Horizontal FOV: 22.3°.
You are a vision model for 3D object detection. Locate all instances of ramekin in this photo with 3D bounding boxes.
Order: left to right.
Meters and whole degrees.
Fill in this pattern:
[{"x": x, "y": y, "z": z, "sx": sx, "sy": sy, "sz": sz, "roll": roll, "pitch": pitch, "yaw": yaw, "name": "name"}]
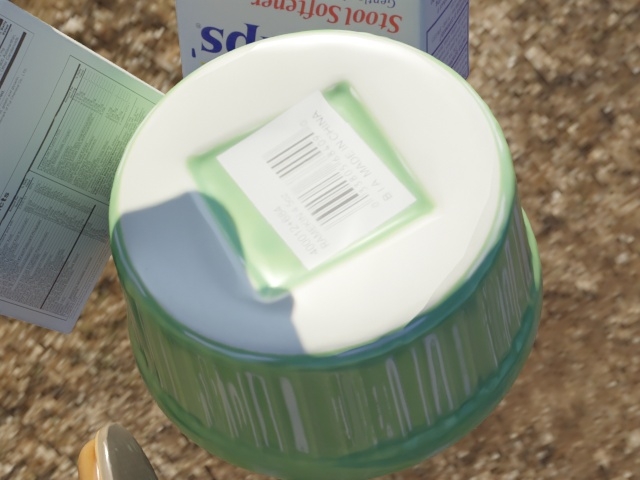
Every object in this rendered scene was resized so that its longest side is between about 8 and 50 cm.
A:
[{"x": 0.000, "y": 0.000, "z": 1.122, "sx": 0.303, "sy": 0.148, "sz": 0.303, "roll": -4, "pitch": 57, "yaw": 6, "name": "ramekin"}]

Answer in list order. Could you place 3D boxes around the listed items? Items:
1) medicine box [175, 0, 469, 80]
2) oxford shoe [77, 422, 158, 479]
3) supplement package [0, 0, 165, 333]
[{"x": 0.002, "y": -0.266, "z": 1.595, "sx": 0.263, "sy": 0.289, "sz": 0.149, "roll": 12, "pitch": 38, "yaw": 19, "name": "medicine box"}, {"x": -0.108, "y": 0.199, "z": 0.832, "sx": 0.076, "sy": 0.076, "sz": 0.212, "roll": -16, "pitch": 69, "yaw": 17, "name": "oxford shoe"}, {"x": -0.272, "y": -0.082, "z": 1.147, "sx": 0.199, "sy": 0.262, "sz": 0.198, "roll": 27, "pitch": 90, "yaw": 28, "name": "supplement package"}]
